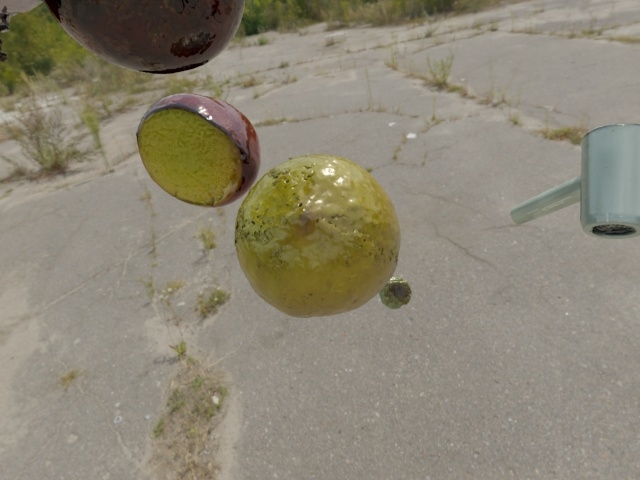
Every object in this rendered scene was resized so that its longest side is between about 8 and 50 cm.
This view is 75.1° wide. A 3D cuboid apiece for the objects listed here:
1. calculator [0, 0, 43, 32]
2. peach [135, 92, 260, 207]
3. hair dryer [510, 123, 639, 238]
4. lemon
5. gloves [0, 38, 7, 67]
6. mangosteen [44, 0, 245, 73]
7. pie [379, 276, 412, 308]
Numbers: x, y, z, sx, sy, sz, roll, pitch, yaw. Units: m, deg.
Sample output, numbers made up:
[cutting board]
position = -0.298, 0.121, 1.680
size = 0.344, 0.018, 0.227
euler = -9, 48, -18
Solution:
[calculator]
position = -0.216, -0.132, 0.159
size = 0.294, 0.043, 0.194
euler = 18, 18, 40
[peach]
position = -0.256, -0.211, 0.962
size = 0.274, 0.249, 0.245
euler = 26, 55, 10
[hair dryer]
position = 0.344, -0.056, 0.594
size = 0.073, 0.131, 0.236
euler = 14, -13, -10
[lemon]
position = 0.000, 0.000, 0.672
size = 0.257, 0.258, 0.310
euler = -5, -14, 20
[gloves]
position = -0.510, -0.269, 0.478
size = 0.135, 0.210, 0.313
euler = 18, 60, 15
[mangosteen]
position = -0.217, -0.331, 0.502
size = 0.235, 0.236, 0.261
euler = -25, 43, -22
[pie]
position = 0.186, 0.131, 1.040
size = 0.084, 0.085, 0.020
euler = -14, -2, -5
